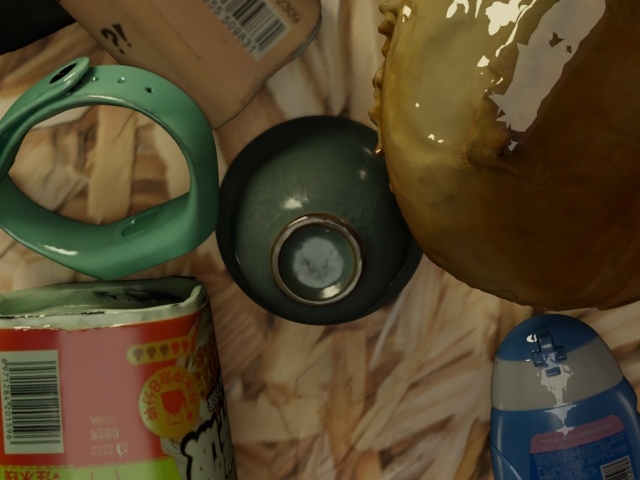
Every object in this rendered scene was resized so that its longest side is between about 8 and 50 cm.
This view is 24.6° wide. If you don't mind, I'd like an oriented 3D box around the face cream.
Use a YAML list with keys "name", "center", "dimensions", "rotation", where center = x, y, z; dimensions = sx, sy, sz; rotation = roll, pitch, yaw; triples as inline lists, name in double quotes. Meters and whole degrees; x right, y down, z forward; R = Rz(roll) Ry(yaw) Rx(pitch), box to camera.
- name: "face cream"
  center: [0.231, 0.194, 1.365]
  dimensions: [0.149, 0.083, 0.264]
  rotation: [-14, 103, 4]

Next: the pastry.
- name: "pastry"
  center: [0.222, -0.135, 1.180]
  dimensions: [0.409, 0.245, 0.410]
  rotation: [-13, 122, -23]

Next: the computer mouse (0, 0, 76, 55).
- name: "computer mouse"
  center: [-0.263, -0.241, 1.275]
  dimensions: [0.264, 0.088, 0.147]
  rotation: [-21, 105, 4]

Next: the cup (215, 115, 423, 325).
- name: "cup"
  center: [0.000, 0.000, 1.290]
  dimensions: [0.199, 0.150, 0.199]
  rotation: [0, 104, 1]

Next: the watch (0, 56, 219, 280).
- name: "watch"
  center: [-0.198, -0.055, 1.283]
  dimensions: [0.237, 0.068, 0.195]
  rotation: [-19, 122, 33]

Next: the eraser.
- name: "eraser"
  center: [-0.141, -0.241, 1.219]
  dimensions: [0.171, 0.087, 0.290]
  rotation: [-45, 119, -2]

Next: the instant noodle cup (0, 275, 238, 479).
- name: "instant noodle cup"
  center: [-0.189, 0.198, 1.299]
  dimensions: [0.294, 0.294, 0.308]
  rotation: [-3, 97, 2]
